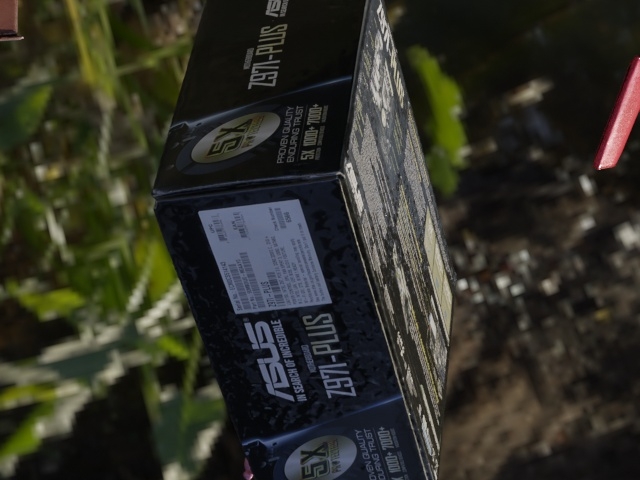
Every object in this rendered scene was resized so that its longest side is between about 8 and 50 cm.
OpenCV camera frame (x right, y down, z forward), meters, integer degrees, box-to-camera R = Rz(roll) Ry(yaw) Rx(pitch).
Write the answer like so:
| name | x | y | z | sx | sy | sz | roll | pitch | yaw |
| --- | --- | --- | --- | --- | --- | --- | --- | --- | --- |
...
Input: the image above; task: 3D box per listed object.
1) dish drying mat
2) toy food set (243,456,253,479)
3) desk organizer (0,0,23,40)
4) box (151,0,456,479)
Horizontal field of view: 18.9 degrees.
| name | x | y | z | sx | sy | sz | roll | pitch | yaw |
| --- | --- | --- | --- | --- | --- | --- | --- | --- | --- |
| dish drying mat | 0.207 | -0.088 | 1.305 | 0.032 | 0.008 | 0.083 | -10 | 124 | -50 |
| toy food set | -0.010 | 0.156 | 1.256 | 0.078 | 0.122 | 0.019 | -10 | 139 | -14 |
| desk organizer | -0.222 | -0.129 | 0.996 | 0.130 | 0.047 | 0.050 | -10 | 111 | -39 |
| box | 0.000 | 0.000 | 0.814 | 0.077 | 0.147 | 0.180 | -6 | 129 | 14 |
